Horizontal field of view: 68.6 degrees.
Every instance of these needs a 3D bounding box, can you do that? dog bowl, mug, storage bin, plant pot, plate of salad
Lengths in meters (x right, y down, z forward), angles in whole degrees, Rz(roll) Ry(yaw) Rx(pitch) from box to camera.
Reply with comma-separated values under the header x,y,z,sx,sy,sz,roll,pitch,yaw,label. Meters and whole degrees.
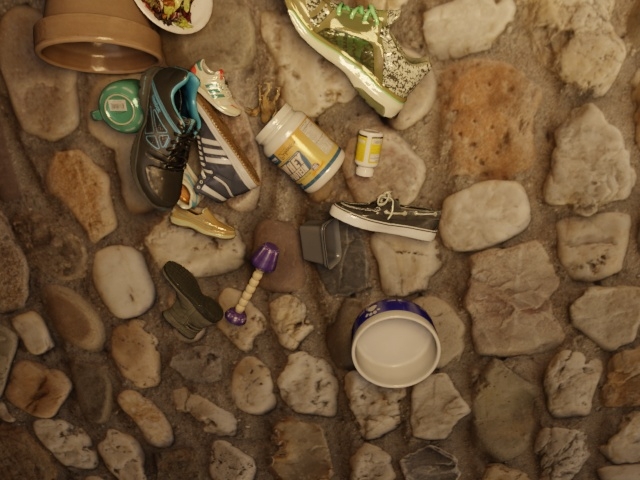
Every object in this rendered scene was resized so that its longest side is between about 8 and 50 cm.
x,y,z,sx,sy,sz,roll,pitch,yaw,label
0.226,0.314,1.432,0.265,0.104,0.264,1,114,2,dog bowl
-0.493,-0.326,1.179,0.129,0.097,0.158,41,109,-15,mug
0.000,0.000,1.318,0.091,0.098,0.135,8,117,29,storage bin
-0.496,-0.515,1.036,0.263,0.263,0.229,-4,96,3,plant pot
-0.324,-0.562,1.036,0.048,0.200,0.199,-2,122,49,plate of salad

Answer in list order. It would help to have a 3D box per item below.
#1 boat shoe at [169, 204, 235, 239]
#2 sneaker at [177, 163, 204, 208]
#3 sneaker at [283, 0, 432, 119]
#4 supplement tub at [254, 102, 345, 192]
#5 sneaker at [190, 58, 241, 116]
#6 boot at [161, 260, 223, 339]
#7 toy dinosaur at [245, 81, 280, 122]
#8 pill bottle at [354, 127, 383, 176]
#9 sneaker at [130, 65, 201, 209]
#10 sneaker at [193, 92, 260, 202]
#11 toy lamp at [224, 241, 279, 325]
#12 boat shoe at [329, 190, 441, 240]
x,y,z,sx,sy,sz,roll,pitch,yaw,label
-0.325,-0.058,1.312,0.190,0.068,0.072,17,101,-5,boat shoe
-0.399,-0.184,1.242,0.087,0.092,0.228,-34,107,17,sneaker
0.092,-0.474,1.053,0.410,0.158,0.182,38,125,-22,sneaker
-0.052,-0.232,1.180,0.200,0.144,0.144,41,109,-15,supplement tub
-0.254,-0.381,1.169,0.161,0.057,0.075,40,115,-11,sneaker
-0.427,0.192,1.418,0.161,0.083,0.246,-32,108,21,boot
-0.126,-0.334,1.149,0.053,0.183,0.092,6,100,-32,toy dinosaur
0.123,-0.228,1.220,0.065,0.065,0.116,8,113,-2,pill bottle
-0.358,-0.238,1.105,0.140,0.125,0.340,9,102,32,sneaker
-0.292,-0.226,1.217,0.153,0.099,0.282,-27,113,11,sneaker
-0.199,0.128,1.379,0.080,0.080,0.274,25,111,-9,toy lamp
0.180,-0.078,1.260,0.306,0.113,0.105,12,107,-6,boat shoe
